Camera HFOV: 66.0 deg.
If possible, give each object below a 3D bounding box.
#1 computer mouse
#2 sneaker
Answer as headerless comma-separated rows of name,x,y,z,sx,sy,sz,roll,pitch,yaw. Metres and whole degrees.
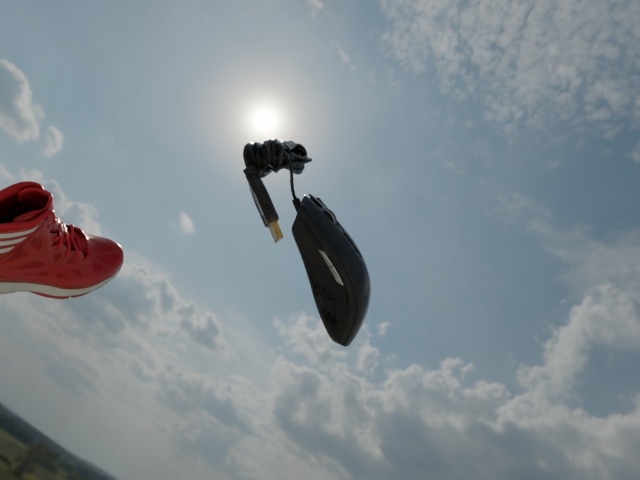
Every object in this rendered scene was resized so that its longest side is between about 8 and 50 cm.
computer mouse,0.000,0.000,0.548,0.060,0.184,0.262,-18,-90,17
sneaker,-0.303,0.002,0.572,0.128,0.221,0.087,-42,-105,25
